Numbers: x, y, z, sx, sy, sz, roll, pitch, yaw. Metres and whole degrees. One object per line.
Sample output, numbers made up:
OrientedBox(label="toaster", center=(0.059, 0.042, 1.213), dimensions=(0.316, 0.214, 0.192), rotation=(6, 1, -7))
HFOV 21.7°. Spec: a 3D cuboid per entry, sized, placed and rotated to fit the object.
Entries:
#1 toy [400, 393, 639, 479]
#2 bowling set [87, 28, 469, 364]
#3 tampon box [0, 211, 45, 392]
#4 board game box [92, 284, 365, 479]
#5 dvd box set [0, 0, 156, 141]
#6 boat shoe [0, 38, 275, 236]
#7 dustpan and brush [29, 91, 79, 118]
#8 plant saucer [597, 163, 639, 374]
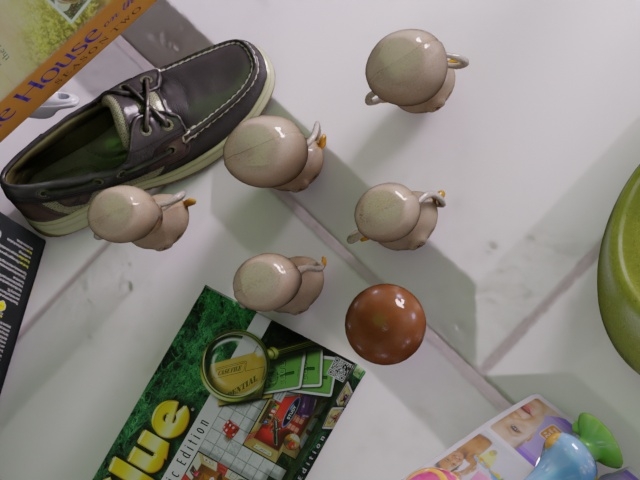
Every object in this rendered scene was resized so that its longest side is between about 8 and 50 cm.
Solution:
OrientedBox(label="toy", center=(0.085, 0.175, 1.023), dimensions=(0.237, 0.056, 0.137), rotation=(-28, 42, -22))
OrientedBox(label="bowling set", center=(0.000, 0.000, 1.150), dimensions=(0.287, 0.154, 0.200), rotation=(-25, 84, 8))
OrientedBox(label="tampon box", center=(-0.297, 0.052, 1.236), dimensions=(0.120, 0.101, 0.161), rotation=(10, 76, 23))
OrientedBox(label="board game box", center=(-0.089, 0.173, 1.164), dimensions=(0.136, 0.030, 0.260), rotation=(25, 81, 27))
OrientedBox(label="dvd box set", center=(-0.262, -0.235, 1.174), dimensions=(0.420, 0.062, 0.307), rotation=(-41, 75, 10))
OrientedBox(label="boat shoe", center=(-0.138, -0.081, 1.243), dimensions=(0.223, 0.073, 0.080), rotation=(-31, 65, 7))
OrientedBox(label="dustpan and brush", center=(-0.283, -0.094, 1.284), dimensions=(0.211, 0.060, 0.147), rotation=(5, 39, 10))
OrientedBox(label="plant saucer", center=(0.272, -0.013, 1.042), dimensions=(0.241, 0.037, 0.241), rotation=(-26, 43, 27))
